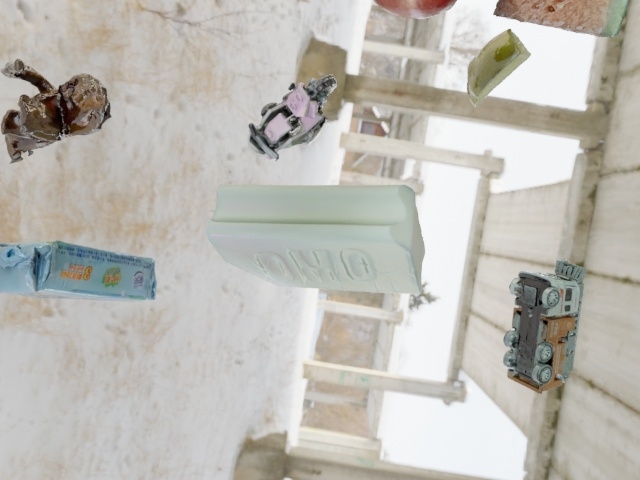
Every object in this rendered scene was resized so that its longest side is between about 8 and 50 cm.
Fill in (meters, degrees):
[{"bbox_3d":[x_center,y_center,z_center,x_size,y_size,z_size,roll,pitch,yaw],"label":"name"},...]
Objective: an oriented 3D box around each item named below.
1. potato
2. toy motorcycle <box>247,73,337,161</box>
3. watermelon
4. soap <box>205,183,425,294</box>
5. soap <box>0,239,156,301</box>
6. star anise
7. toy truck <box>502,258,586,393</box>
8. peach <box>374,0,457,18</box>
[{"bbox_3d":[0.318,-0.337,1.148,0.149,0.081,0.120,-43,169,28],"label":"potato"},{"bbox_3d":[-0.080,-0.304,1.519,0.188,0.143,0.327,-36,-179,-30],"label":"toy motorcycle"},{"bbox_3d":[0.472,-0.507,1.194,0.140,0.257,0.193,-90,175,-55],"label":"watermelon"},{"bbox_3d":[0.000,0.000,0.871,0.173,0.289,0.095,66,31,-55],"label":"soap"},{"bbox_3d":[-0.388,0.051,0.919,0.293,0.156,0.077,19,71,-65],"label":"soap"},{"bbox_3d":[-0.224,-0.113,0.490,0.191,0.097,0.070,10,-61,68],"label":"star anise"},{"bbox_3d":[0.601,0.213,1.569,0.133,0.184,0.338,19,-72,61],"label":"toy truck"},{"bbox_3d":[0.165,-0.472,1.032,0.197,0.197,0.197,9,90,-90],"label":"peach"}]
